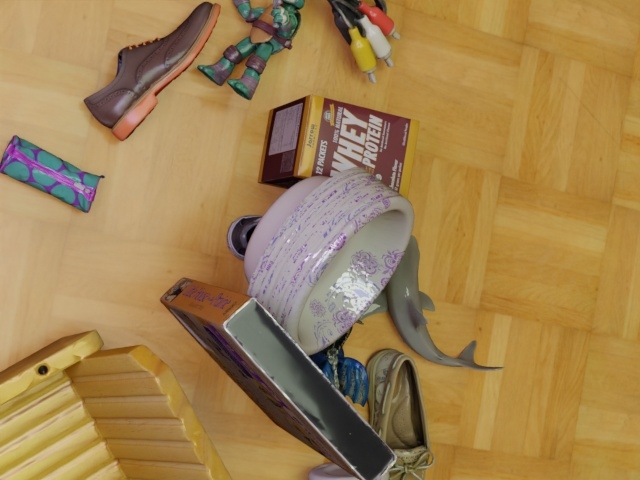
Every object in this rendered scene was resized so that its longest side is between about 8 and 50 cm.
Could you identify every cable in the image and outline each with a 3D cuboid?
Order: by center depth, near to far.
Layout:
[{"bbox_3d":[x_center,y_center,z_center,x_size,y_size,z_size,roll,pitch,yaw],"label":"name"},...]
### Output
[{"bbox_3d":[0.050,-0.395,1.753,0.287,0.072,0.139,47,63,-49],"label":"cable"}]

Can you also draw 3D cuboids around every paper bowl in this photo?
[{"bbox_3d":[-0.002,0.019,1.574,0.148,0.284,0.284,37,73,21],"label":"paper bowl"}]

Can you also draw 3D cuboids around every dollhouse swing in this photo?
[{"bbox_3d":[-0.334,0.339,1.520,0.315,0.305,0.347,-30,101,-20],"label":"dollhouse swing"}]

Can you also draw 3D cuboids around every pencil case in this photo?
[{"bbox_3d":[-0.411,-0.102,1.618,0.152,0.070,0.064,26,80,-19],"label":"pencil case"}]

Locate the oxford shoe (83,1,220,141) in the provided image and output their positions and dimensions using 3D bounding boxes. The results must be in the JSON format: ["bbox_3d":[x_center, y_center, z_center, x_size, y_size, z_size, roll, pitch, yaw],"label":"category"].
[{"bbox_3d":[-0.260,-0.288,1.670,0.098,0.097,0.271,40,76,-11],"label":"oxford shoe"}]

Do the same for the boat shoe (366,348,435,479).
[{"bbox_3d":[0.135,0.331,1.820,0.104,0.089,0.285,-11,94,-22],"label":"boat shoe"}]

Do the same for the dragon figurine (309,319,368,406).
[{"bbox_3d":[0.024,0.234,1.748,0.085,0.144,0.289,-6,92,-21],"label":"dragon figurine"}]

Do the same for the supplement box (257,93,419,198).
[{"bbox_3d":[0.026,-0.143,1.726,0.191,0.194,0.129,11,86,-21],"label":"supplement box"}]

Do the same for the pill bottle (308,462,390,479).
[{"bbox_3d":[0.054,0.500,1.760,0.136,0.136,0.245,-4,91,-22],"label":"pill bottle"}]

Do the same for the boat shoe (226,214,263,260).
[{"bbox_3d":[0.000,0.000,1.763,0.301,0.102,0.108,6,87,-21],"label":"boat shoe"}]

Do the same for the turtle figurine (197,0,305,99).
[{"bbox_3d":[-0.091,-0.346,1.713,0.118,0.175,0.234,35,85,-36],"label":"turtle figurine"}]

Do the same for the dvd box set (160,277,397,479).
[{"bbox_3d":[-0.078,0.192,1.560,0.062,0.420,0.307,-44,104,-13],"label":"dvd box set"}]

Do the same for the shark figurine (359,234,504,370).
[{"bbox_3d":[0.184,0.149,1.833,0.166,0.116,0.278,-37,101,-17],"label":"shark figurine"}]
